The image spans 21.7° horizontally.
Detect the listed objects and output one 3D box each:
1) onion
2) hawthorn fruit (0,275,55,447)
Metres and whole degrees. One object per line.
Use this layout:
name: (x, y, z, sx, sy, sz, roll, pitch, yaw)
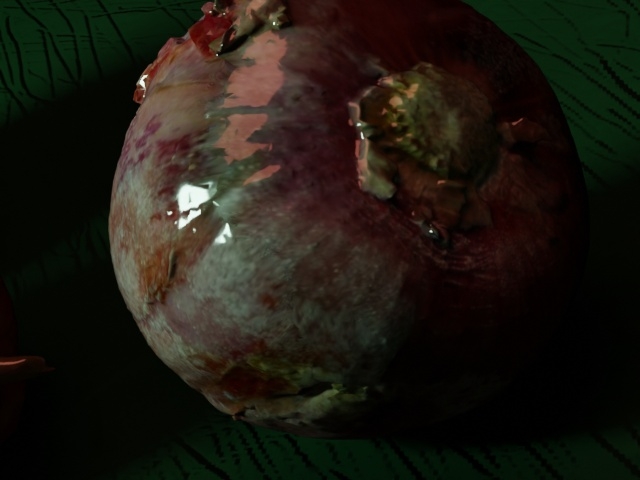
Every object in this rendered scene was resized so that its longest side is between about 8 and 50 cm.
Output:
onion: (0.000, 0.000, 0.575, 0.159, 0.159, 0.195, -40, -4, -30)
hawthorn fruit: (-0.207, 0.035, 0.642, 0.173, 0.173, 0.179, -34, 34, -19)
